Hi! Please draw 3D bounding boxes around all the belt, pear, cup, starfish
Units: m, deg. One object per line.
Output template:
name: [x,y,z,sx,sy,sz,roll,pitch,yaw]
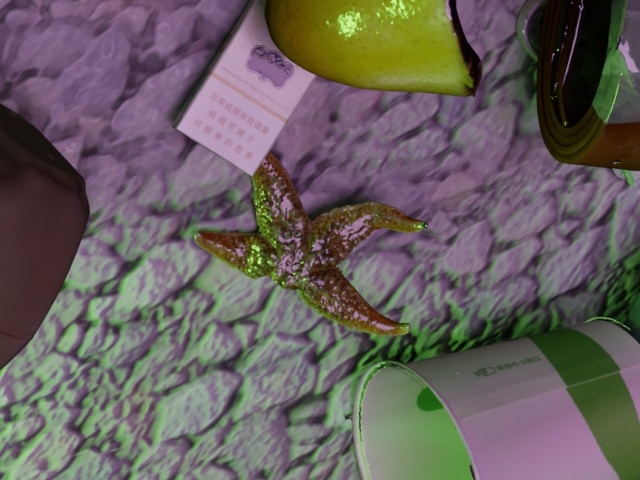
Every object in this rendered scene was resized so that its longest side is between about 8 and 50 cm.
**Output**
belt: [0.285,-0.197,1.818,0.105,0.184,0.261,7,104,-22]
pear: [0.036,-0.220,1.703,0.178,0.267,0.267,-19,120,4]
cup: [0.204,0.208,1.963,0.274,0.253,0.253,-17,118,-24]
starfish: [0.000,-0.002,1.871,0.247,0.050,0.138,26,104,-19]

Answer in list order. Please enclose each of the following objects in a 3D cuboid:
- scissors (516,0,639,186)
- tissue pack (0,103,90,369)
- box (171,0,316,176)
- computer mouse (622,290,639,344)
scissors: [0.282,-0.157,1.950,0.118,0.030,0.242,-30,119,-10]
tissue pack: [-0.407,-0.030,1.550,0.387,0.267,0.277,30,99,-33]
box: [-0.057,-0.152,1.782,0.090,0.024,0.167,32,91,-18]
computer mouse: [0.394,0.167,2.077,0.188,0.122,0.371,-28,120,-42]
